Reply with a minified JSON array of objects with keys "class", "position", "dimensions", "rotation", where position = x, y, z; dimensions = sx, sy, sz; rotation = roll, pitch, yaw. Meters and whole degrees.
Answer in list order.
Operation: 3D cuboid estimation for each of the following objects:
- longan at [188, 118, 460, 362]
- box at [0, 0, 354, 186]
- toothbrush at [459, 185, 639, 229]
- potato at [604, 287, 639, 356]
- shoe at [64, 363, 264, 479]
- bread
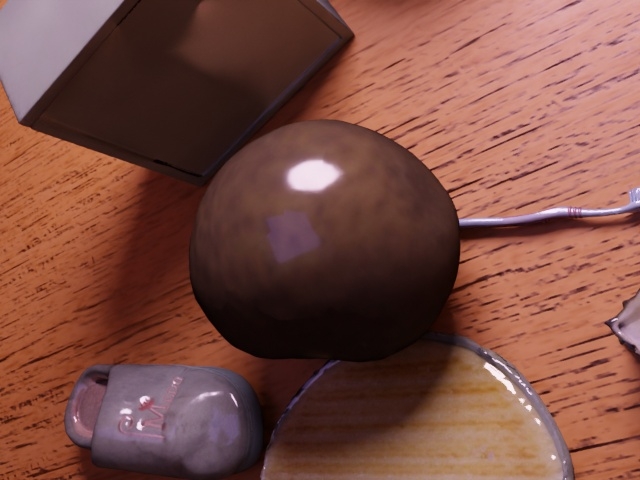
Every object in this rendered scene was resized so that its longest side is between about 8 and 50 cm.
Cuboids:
[{"class":"longan","position":[0.000,0.000,0.550],"dimensions":[0.212,0.198,0.198],"rotation":[7,85,33]},{"class":"box","position":[-0.130,-0.186,0.635],"dimensions":[0.225,0.225,0.117],"rotation":[-42,63,17]},{"class":"toothbrush","position":[0.168,-0.020,0.552],"dimensions":[0.193,0.013,0.019],"rotation":[-9,71,29]},{"class":"potato","position":[0.257,0.072,0.456],"dimensions":[0.122,0.061,0.086],"rotation":[44,104,27]},{"class":"shoe","position":[-0.171,0.169,0.672],"dimensions":[0.250,0.100,0.103],"rotation":[-4,79,33]},{"class":"bread","position":[0.064,0.198,0.532],"dimensions":[0.266,0.040,0.267],"rotation":[-14,61,27]}]
